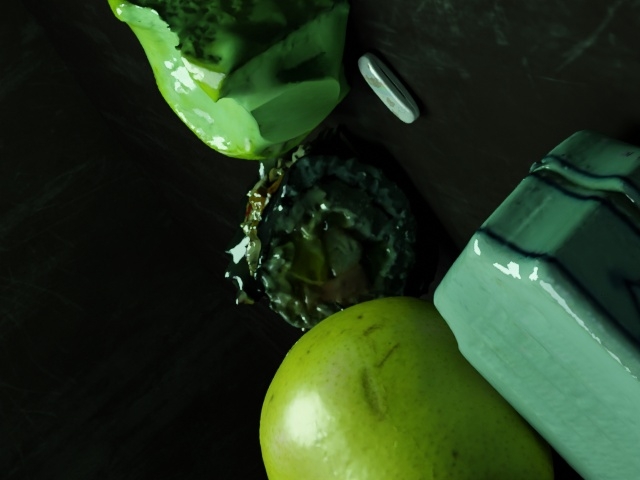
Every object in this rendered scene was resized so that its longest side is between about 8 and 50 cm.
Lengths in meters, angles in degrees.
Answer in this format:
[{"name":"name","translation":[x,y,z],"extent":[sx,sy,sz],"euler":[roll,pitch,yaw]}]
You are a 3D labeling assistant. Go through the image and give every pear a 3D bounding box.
[{"name":"pear","translation":[-0.106,-0.210,1.014],"extent":[0.286,0.176,0.282],"euler":[46,166,17]},{"name":"pear","translation":[0.087,0.214,0.943],"extent":[0.285,0.284,0.336],"euler":[70,176,-53]}]

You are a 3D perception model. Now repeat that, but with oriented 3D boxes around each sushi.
[{"name":"sushi","translation":[-0.002,0.000,1.140],"extent":[0.225,0.238,0.218],"euler":[43,162,-20]}]

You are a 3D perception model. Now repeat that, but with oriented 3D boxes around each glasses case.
[{"name":"glasses case","translation":[0.068,-0.153,0.936],"extent":[0.083,0.021,0.032],"euler":[50,163,-2]}]

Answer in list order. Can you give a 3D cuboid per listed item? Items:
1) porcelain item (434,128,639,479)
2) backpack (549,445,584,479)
[{"name":"porcelain item","translation":[0.241,0.071,0.732],"extent":[0.286,0.157,0.281],"euler":[45,167,11]},{"name":"backpack","translation":[0.312,0.381,1.116],"extent":[0.363,0.255,0.446],"euler":[37,168,30]}]
